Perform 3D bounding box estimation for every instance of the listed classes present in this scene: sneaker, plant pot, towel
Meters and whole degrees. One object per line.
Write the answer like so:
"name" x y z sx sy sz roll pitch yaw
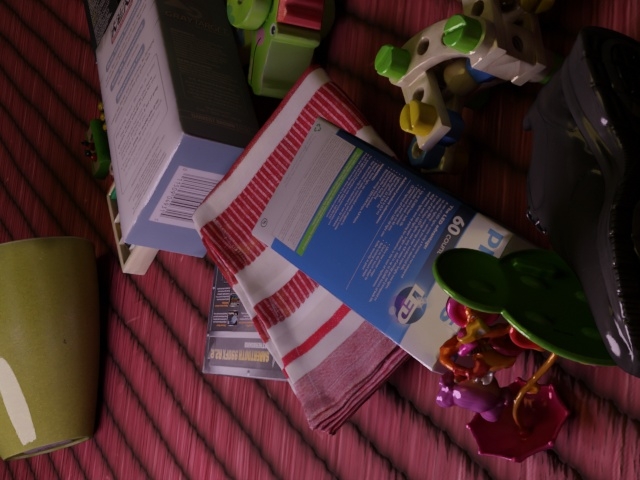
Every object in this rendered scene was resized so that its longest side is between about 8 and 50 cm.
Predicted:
"sneaker" 0.219 -0.020 0.852 0.130 0.109 0.286 -48 34 49
"plant pot" -0.446 0.175 1.716 0.275 0.275 0.293 -31 72 50
"towel" 0.000 0.000 1.144 0.237 0.037 0.329 -49 52 20

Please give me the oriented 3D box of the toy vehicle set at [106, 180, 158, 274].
"toy vehicle set" -0.234 -0.100 1.632 0.266 0.035 0.166 -56 39 33

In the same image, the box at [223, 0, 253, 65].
"box" -0.083 -0.292 1.446 0.178 0.042 0.108 -12 72 57

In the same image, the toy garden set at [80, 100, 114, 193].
"toy garden set" -0.322 -0.190 1.784 0.244 0.049 0.203 -55 39 34

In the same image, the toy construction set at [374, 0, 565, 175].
"toy construction set" 0.122 -0.242 1.026 0.215 0.151 0.327 -38 62 47

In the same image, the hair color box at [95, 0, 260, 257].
"hair color box" -0.187 -0.181 1.424 0.185 0.114 0.374 -55 37 35

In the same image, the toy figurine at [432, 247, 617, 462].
"toy figurine" 0.146 0.102 0.878 0.130 0.173 0.159 -84 10 -56

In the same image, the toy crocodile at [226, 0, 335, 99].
"toy crocodile" -0.024 -0.330 1.293 0.105 0.115 0.340 9 88 57

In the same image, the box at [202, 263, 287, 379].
"box" -0.049 0.068 1.271 0.231 0.056 0.183 -8 75 57

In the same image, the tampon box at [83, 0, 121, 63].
"tampon box" -0.277 -0.340 1.689 0.101 0.121 0.161 -53 41 36

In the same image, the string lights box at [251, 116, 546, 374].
"string lights box" 0.065 0.003 1.011 0.260 0.077 0.133 36 99 41
